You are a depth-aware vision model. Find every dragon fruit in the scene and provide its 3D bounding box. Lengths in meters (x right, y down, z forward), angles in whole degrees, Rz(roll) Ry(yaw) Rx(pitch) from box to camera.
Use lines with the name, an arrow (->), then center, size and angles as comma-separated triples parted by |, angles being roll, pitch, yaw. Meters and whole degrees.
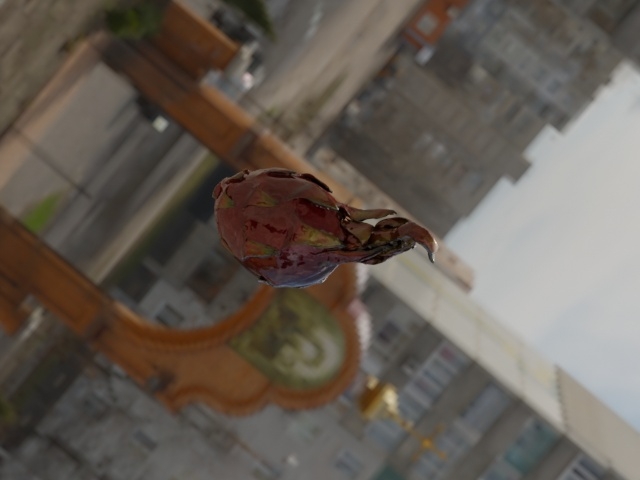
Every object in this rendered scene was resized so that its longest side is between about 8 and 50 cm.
dragon fruit -> 0.000, 0.000, 1.237 | 0.094, 0.191, 0.094 | -41, 140, -48
